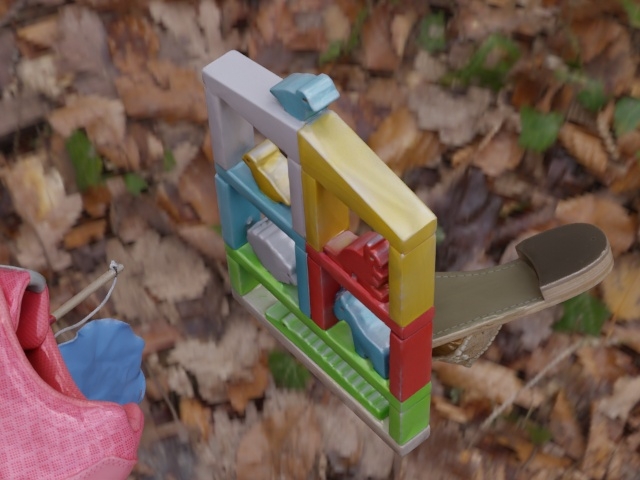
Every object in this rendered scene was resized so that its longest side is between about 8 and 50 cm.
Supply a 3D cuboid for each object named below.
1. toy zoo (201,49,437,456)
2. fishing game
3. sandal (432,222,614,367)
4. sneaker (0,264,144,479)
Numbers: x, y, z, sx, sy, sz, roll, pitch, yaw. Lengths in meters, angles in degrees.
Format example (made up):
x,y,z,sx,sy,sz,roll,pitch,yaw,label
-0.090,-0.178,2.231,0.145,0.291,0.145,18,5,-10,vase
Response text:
x,y,z,sx,sy,sz,roll,pitch,yaw,label
0.000,0.000,1.138,0.030,0.293,0.192,-35,59,-22,toy zoo
-0.217,0.149,1.510,0.041,0.264,0.189,23,40,26,fishing game
0.119,0.066,1.351,0.240,0.079,0.088,-20,38,4,sandal
-0.215,0.050,0.953,0.314,0.116,0.136,43,96,18,sneaker
